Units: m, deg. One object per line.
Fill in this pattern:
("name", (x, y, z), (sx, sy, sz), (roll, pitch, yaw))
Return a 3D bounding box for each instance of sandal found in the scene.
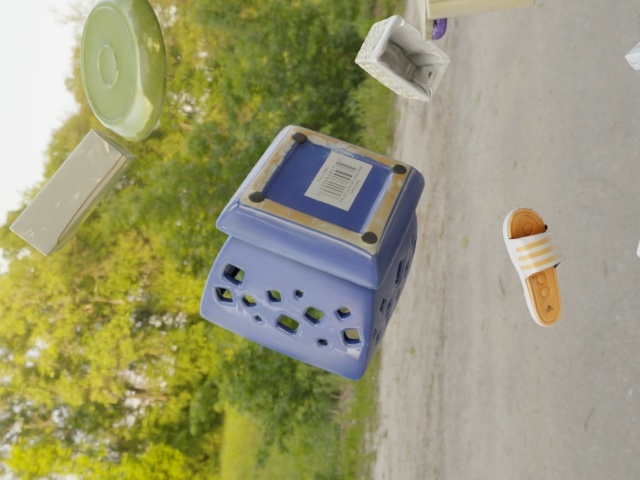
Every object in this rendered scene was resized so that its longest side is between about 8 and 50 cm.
("sandal", (0.452, 0.054, 1.342), (0.076, 0.102, 0.265), (11, 125, 67))

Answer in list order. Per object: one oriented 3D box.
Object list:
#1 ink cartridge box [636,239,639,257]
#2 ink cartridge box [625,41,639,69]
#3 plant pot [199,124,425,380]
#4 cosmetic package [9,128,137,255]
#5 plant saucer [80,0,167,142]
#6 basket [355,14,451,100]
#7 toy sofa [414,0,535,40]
("ink cartridge box", (0.740, -0.002, 1.272), (0.296, 0.066, 0.261), (77, 167, -46))
("ink cartridge box", (0.882, -0.508, 1.629), (0.189, 0.066, 0.232), (-44, 6, 4))
("plant pot", (0.000, 0.000, 0.857), (0.212, 0.236, 0.236), (100, -166, -47))
("cosmetic package", (-0.601, -0.122, 1.645), (0.309, 0.113, 0.160), (-51, 10, 2))
("plant saucer", (-0.319, -0.274, 1.045), (0.241, 0.037, 0.240), (12, 107, 45))
("basket", (0.172, -0.383, 1.421), (0.113, 0.167, 0.103), (-63, 28, -3))
("toy sofa", (0.199, -0.475, 0.968), (0.177, 0.150, 0.362), (78, -175, -61))
